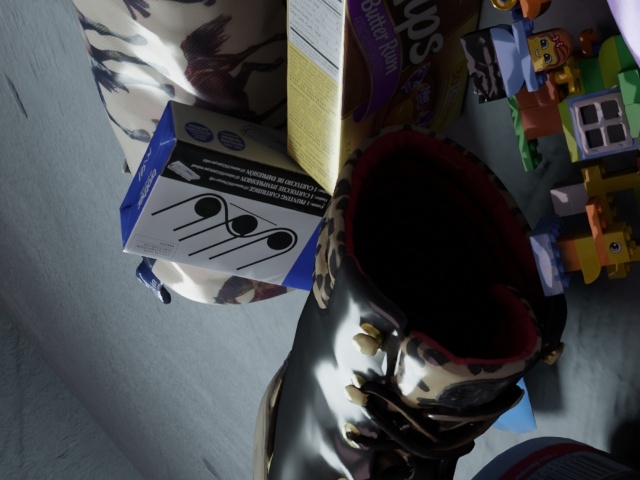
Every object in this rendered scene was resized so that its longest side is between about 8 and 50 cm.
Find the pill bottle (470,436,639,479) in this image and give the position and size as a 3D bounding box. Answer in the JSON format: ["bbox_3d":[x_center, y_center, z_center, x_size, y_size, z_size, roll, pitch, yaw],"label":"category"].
[{"bbox_3d":[0.225,0.244,0.658,0.318,0.176,0.176,17,136,58],"label":"pill bottle"}]

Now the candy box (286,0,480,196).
[{"bbox_3d":[0.037,-0.120,0.633,0.053,0.109,0.187,45,155,24],"label":"candy box"}]

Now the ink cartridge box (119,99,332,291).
[{"bbox_3d":[-0.019,-0.019,0.743,0.097,0.207,0.046,-59,31,34],"label":"ink cartridge box"}]

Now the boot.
[{"bbox_3d":[0.044,0.145,0.628,0.377,0.138,0.284,-95,16,-45],"label":"boot"}]

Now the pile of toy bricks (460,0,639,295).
[{"bbox_3d":[0.140,-0.075,0.524,0.105,0.118,0.212,-12,104,25],"label":"pile of toy bricks"}]

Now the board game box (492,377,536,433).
[{"bbox_3d":[0.113,0.073,0.846,0.133,0.033,0.169,25,148,43],"label":"board game box"}]

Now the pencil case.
[{"bbox_3d":[-0.092,-0.139,0.771,0.183,0.160,0.410,13,136,23],"label":"pencil case"}]

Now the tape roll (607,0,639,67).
[{"bbox_3d":[0.208,-0.108,0.330,0.275,0.090,0.275,43,155,26],"label":"tape roll"}]
